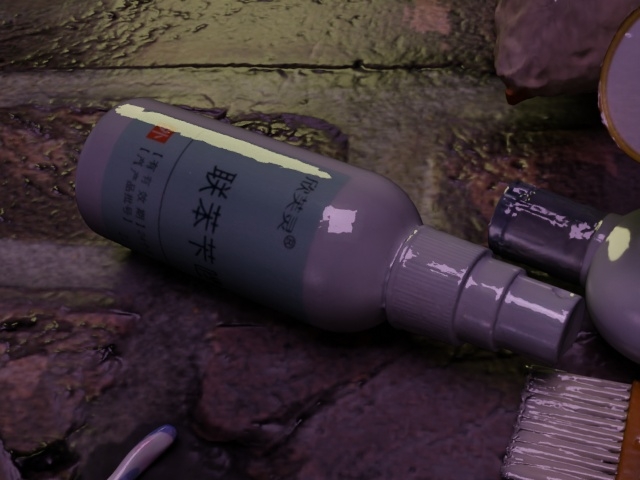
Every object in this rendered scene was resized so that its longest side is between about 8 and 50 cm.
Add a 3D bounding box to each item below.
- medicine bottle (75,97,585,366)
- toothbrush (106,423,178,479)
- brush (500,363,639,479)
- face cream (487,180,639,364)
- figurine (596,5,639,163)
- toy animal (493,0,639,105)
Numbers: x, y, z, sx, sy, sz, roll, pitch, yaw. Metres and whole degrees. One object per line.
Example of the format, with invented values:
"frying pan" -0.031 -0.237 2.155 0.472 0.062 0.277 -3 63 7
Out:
"medicine bottle" 0.000 0.000 0.690 0.352 0.110 0.110 21 56 26
"toothbrush" -0.166 0.210 0.595 0.027 0.021 0.269 24 56 21
"brush" 0.264 0.135 0.586 0.314 0.017 0.090 10 54 18
"face cream" 0.242 0.034 0.637 0.291 0.071 0.144 22 46 26
"figurine" 0.290 -0.088 0.645 0.263 0.142 0.189 0 70 -41
"toy animal" 0.260 -0.230 0.792 0.358 0.188 0.226 -39 19 -6
